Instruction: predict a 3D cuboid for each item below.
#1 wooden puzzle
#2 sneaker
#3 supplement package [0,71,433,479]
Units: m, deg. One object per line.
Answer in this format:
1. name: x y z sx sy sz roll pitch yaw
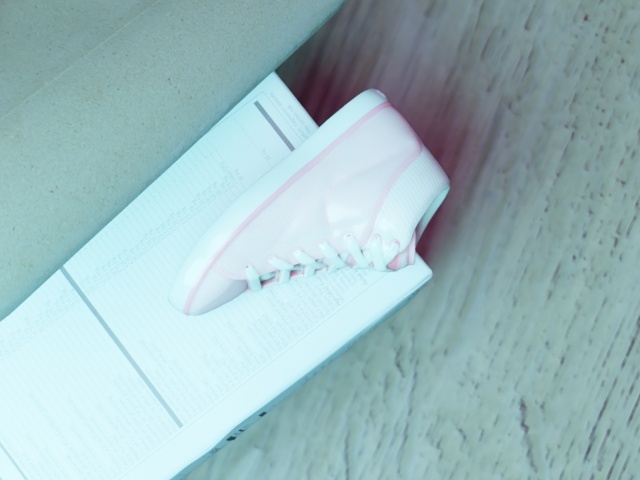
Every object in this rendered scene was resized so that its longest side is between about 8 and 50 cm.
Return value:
1. wooden puzzle: -0.197 -0.130 0.580 0.348 0.080 0.322 32 45 8
2. sneaker: 0.000 0.000 0.575 0.134 0.051 0.070 -42 80 -9
3. supplement package: -0.084 0.044 0.663 0.244 0.134 0.139 -37 84 -5
